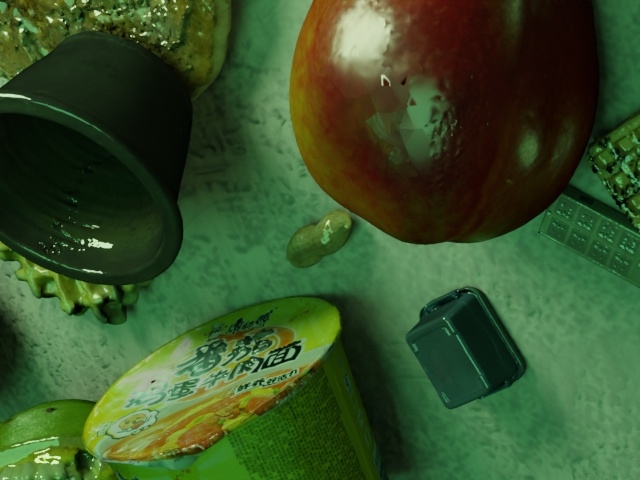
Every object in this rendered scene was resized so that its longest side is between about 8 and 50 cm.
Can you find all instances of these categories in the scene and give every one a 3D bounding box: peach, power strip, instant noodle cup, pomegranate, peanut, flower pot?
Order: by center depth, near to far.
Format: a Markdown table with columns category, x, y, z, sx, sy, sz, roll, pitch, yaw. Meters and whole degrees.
| category | x | y | z | sx | sy | sz | roll | pitch | yaw |
| --- | --- | --- | --- | --- | --- | --- | --- | --- | --- |
| peach | 0.101 | -0.137 | 1.471 | 0.248 | 0.245 | 0.275 | 7 | 108 | 1 |
| power strip | 0.244 | 0.001 | 1.543 | 0.136 | 0.019 | 0.051 | 31 | 124 | 18 |
| flower pot | -0.207 | -0.089 | 1.663 | 0.235 | 0.148 | 0.235 | 15 | 141 | 13 |
| peanut | 0.000 | 0.000 | 1.696 | 0.083 | 0.037 | 0.037 | -30 | 94 | 35 |
| instant noodle cup | -0.060 | 0.202 | 1.712 | 0.264 | 0.264 | 0.200 | -10 | 116 | 37 |
| pomegranate | -0.279 | 0.289 | 1.875 | 0.340 | 0.260 | 0.260 | -1 | 114 | 8 |

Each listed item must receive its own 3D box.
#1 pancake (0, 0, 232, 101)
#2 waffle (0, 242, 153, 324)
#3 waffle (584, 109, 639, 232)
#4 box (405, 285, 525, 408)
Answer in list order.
| category | x | y | z | sx | sy | sz | roll | pitch | yaw |
| --- | --- | --- | --- | --- | --- | --- | --- | --- | --- |
| pancake | -0.224 | -0.255 | 1.701 | 0.356 | 0.065 | 0.356 | 17 | 123 | 29 |
| waffle | -0.251 | -0.023 | 1.839 | 0.223 | 0.054 | 0.204 | 34 | 129 | 16 |
| waffle | 0.287 | -0.070 | 1.464 | 0.102 | 0.042 | 0.148 | 53 | 130 | 1 |
| box | 0.124 | 0.099 | 1.648 | 0.074 | 0.054 | 0.099 | -29 | 94 | 38 |
